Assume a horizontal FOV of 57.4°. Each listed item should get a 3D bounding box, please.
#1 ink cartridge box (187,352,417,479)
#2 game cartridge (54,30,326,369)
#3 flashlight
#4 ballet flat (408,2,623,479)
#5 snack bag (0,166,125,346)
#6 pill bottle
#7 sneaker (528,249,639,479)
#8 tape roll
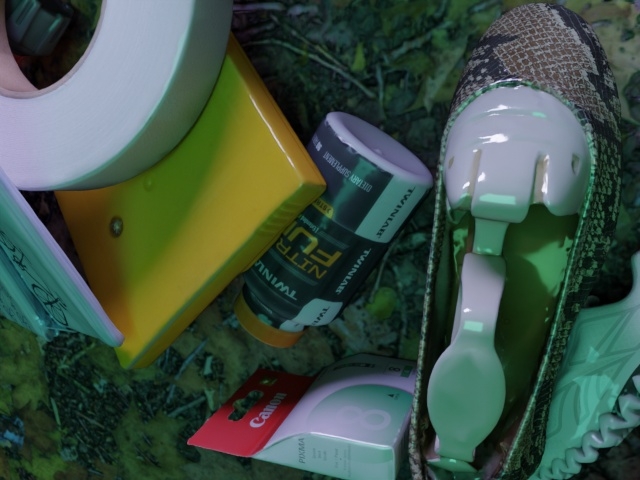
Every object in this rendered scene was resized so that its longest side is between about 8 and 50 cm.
[{"bbox_3d":[-0.006,0.178,0.646,0.224,0.181,0.056,7,107,19],"label":"ink cartridge box"},{"bbox_3d":[-0.169,-0.062,0.643,0.323,0.052,0.286,-42,65,27],"label":"game cartridge"},{"bbox_3d":[-0.420,-0.188,0.735,0.304,0.103,0.103,-41,45,21],"label":"flashlight"},{"bbox_3d":[0.159,0.029,0.514,0.163,0.182,0.484,11,102,27],"label":"ballet flat"},{"bbox_3d":[-0.381,-0.010,0.653,0.342,0.037,0.323,6,130,42],"label":"snack bag"},{"bbox_3d":[0.000,0.000,0.620,0.130,0.130,0.246,36,113,7],"label":"pill bottle"},{"bbox_3d":[0.284,0.131,0.586,0.118,0.110,0.292,47,122,28],"label":"sneaker"},{"bbox_3d":[-0.272,-0.243,0.587,0.391,0.072,0.393,2,96,21],"label":"tape roll"}]
